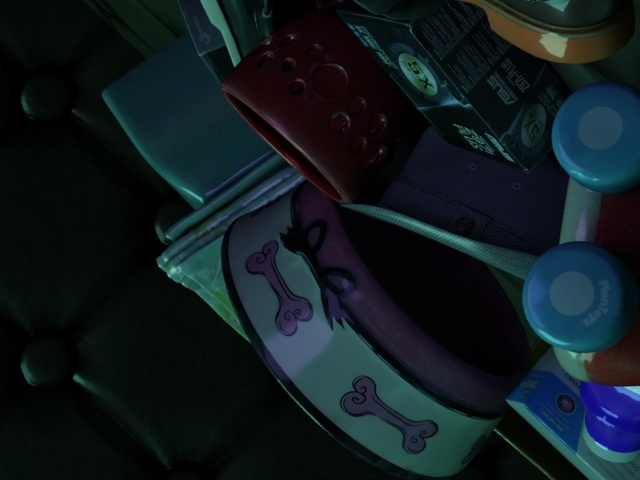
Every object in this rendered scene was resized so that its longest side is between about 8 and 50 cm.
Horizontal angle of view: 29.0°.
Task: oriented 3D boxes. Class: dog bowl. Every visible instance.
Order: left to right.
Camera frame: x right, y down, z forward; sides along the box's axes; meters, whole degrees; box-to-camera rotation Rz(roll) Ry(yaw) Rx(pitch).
[{"bbox_3d":[0.083,0.079,1.474,0.408,0.150,0.408,38,-155,-21],"label":"dog bowl"}]

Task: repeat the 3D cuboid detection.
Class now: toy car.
[{"bbox_3d":[0.290,0.011,0.863,0.238,0.210,0.219,9,173,25],"label":"toy car"}]

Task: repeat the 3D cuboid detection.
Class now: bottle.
[{"bbox_3d":[0.299,0.100,1.144,0.118,0.092,0.283,30,143,26],"label":"bottle"}]

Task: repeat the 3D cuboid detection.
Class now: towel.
[{"bbox_3d":[0.000,0.000,1.732,0.320,0.374,0.090,47,-166,-48],"label":"towel"}]

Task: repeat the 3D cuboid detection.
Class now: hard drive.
[{"bbox_3d":[-0.147,-0.306,1.568,0.172,0.054,0.255,54,-167,-64],"label":"hard drive"}]

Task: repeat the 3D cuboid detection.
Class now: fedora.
[{"bbox_3d":[0.169,-0.040,1.226,0.275,0.124,0.243,24,-177,32],"label":"fedora"}]

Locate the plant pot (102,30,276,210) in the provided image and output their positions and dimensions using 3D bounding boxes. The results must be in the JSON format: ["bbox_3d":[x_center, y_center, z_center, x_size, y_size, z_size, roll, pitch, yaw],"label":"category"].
[{"bbox_3d":[-0.121,-0.140,1.788,0.247,0.248,0.252,50,-172,-50],"label":"plant pot"}]

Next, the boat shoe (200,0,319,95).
[{"bbox_3d":[-0.052,-0.256,1.438,0.340,0.113,0.127,64,-161,-53],"label":"boat shoe"}]

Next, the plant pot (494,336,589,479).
[{"bbox_3d":[0.372,0.213,1.592,0.212,0.212,0.187,41,-171,25],"label":"plant pot"}]

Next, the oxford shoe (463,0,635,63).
[{"bbox_3d":[0.097,-0.215,0.828,0.271,0.097,0.098,32,151,36],"label":"oxford shoe"}]

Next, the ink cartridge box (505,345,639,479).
[{"bbox_3d":[0.323,0.146,1.316,0.148,0.203,0.086,43,173,-1],"label":"ink cartridge box"}]

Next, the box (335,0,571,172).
[{"bbox_3d":[0.120,-0.157,1.083,0.180,0.077,0.147,46,174,-28],"label":"box"}]

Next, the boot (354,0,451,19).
[{"bbox_3d":[-0.131,-0.318,0.553,0.445,0.146,0.367,47,175,36],"label":"boot"}]

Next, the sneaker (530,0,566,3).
[{"bbox_3d":[0.092,-0.206,0.711,0.271,0.108,0.100,35,140,44],"label":"sneaker"}]

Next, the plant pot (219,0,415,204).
[{"bbox_3d":[0.017,-0.159,1.317,0.191,0.174,0.191,43,174,5],"label":"plant pot"}]
